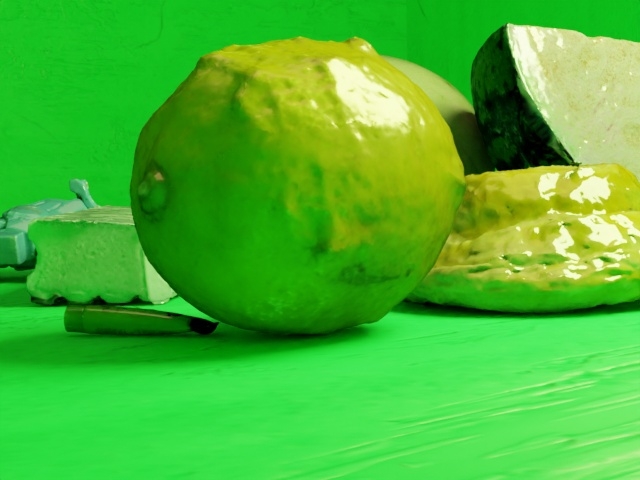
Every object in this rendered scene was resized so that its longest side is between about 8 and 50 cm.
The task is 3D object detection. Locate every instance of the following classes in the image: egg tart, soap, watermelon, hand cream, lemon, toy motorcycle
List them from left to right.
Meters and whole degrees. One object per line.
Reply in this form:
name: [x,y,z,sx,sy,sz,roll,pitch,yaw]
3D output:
toy motorcycle: [-0.384,-0.010,1.497,0.272,0.124,0.182,0,14,12]
soap: [-0.205,0.010,1.273,0.150,0.094,0.261,-1,3,6]
hand cream: [-0.143,0.065,0.945,0.121,0.023,0.036,3,1,10]
lemon: [-0.015,-0.040,0.925,0.288,0.234,0.233,-3,4,-34]
egg tart: [0.206,-0.007,1.133,0.318,0.128,0.319,-4,2,0]
watermelon: [0.306,-0.081,1.363,0.319,0.292,0.222,-7,-10,-34]

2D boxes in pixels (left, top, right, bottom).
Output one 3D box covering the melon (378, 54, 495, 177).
melon: [0.066,-0.100,1.492,0.330,0.269,0.268,10,5,7]
